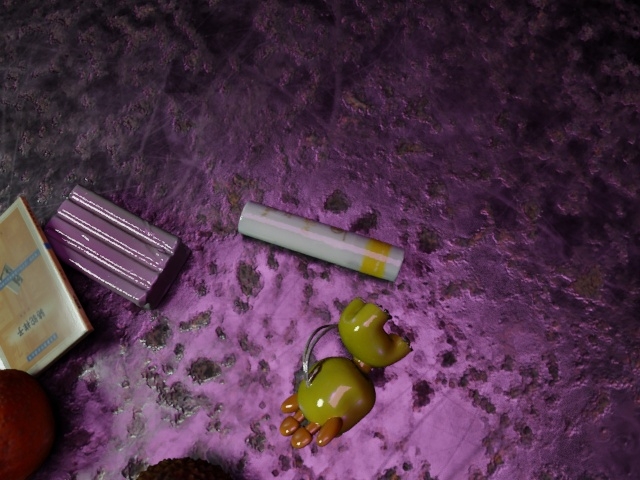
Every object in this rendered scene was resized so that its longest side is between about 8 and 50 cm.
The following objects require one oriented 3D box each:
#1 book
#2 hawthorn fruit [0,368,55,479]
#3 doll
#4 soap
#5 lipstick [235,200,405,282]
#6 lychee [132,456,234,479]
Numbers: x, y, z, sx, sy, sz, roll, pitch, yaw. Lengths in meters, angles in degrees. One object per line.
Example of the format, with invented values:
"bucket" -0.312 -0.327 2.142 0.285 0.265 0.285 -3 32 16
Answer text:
"book" -0.451 0.079 0.811 0.170 0.018 0.241 -38 75 16
"hawthorn fruit" -0.429 0.315 0.709 0.165 0.165 0.285 -19 76 -6
"doll" 0.028 0.198 0.764 0.221 0.143 0.135 -46 113 -14
"soap" -0.322 0.011 0.845 0.203 0.065 0.122 29 77 7
"lipstick" 0.000 0.000 0.858 0.264 0.059 0.059 18 74 4
"lychee" -0.183 0.367 0.684 0.188 0.188 0.187 0 73 -1
